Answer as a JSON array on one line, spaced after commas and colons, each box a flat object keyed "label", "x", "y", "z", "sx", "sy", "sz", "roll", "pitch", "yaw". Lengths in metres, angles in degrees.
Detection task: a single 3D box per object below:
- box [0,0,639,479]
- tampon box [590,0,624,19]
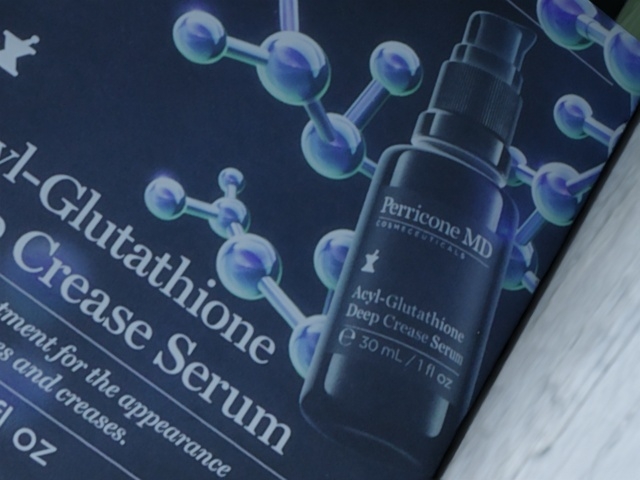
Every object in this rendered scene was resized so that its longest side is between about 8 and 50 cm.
[{"label": "box", "x": -0.061, "y": -0.007, "z": 0.740, "sx": 0.395, "sy": 0.293, "sz": 0.212, "roll": -57, "pitch": 8, "yaw": -26}, {"label": "tampon box", "x": 0.161, "y": -0.200, "z": 1.010, "sx": 0.161, "sy": 0.101, "sz": 0.120, "roll": -56, "pitch": 8, "yaw": -26}]
